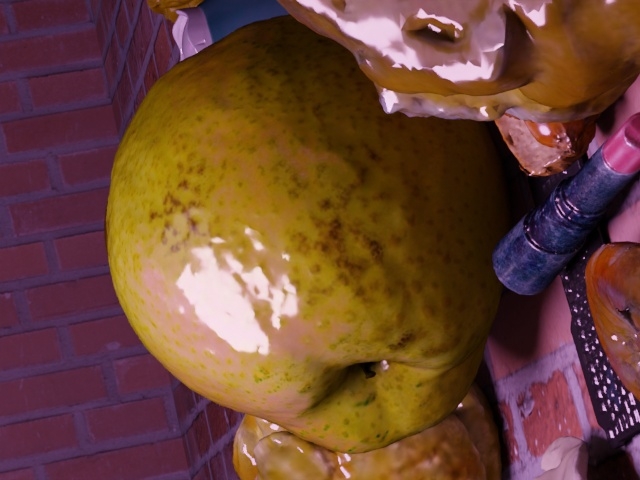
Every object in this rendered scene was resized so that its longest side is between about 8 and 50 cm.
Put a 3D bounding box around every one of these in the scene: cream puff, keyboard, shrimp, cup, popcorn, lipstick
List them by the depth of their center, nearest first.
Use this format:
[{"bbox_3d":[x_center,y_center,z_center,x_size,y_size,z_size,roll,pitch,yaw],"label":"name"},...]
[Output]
[{"bbox_3d":[0.130,-0.251,1.213,0.378,0.275,0.378,18,117,41],"label":"cream puff"},{"bbox_3d":[0.243,0.067,1.348,0.249,0.068,0.150,153,94,-81],"label":"shrimp"},{"bbox_3d":[0.199,-0.028,1.447,0.234,0.053,0.053,128,131,-59],"label":"lipstick"},{"bbox_3d":[0.211,0.032,1.532,0.106,0.016,0.262,120,138,-70],"label":"keyboard"},{"bbox_3d":[0.043,0.224,1.884,0.276,0.225,0.276,32,143,28],"label":"popcorn"},{"bbox_3d":[-0.071,-0.218,2.173,0.299,0.173,0.167,-116,20,-47],"label":"cup"}]

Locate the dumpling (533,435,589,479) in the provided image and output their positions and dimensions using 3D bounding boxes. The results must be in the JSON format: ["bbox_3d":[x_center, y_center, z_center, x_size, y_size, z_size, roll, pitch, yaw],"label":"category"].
[{"bbox_3d":[0.182,0.275,1.538,0.193,0.147,0.258,88,-167,-68],"label":"dumpling"}]

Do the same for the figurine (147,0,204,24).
[{"bbox_3d":[-0.094,-0.218,2.353,0.315,0.168,0.187,69,-167,7],"label":"figurine"}]

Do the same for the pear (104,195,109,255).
[{"bbox_3d":[-0.153,-0.005,2.502,0.269,0.269,0.321,132,139,-73],"label":"pear"}]

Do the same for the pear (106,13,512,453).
[{"bbox_3d":[0.000,0.000,1.678,0.391,0.391,0.391,170,90,-76],"label":"pear"}]

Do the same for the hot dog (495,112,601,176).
[{"bbox_3d":[0.128,-0.212,1.479,0.158,0.117,0.349,102,155,-55],"label":"hot dog"}]
